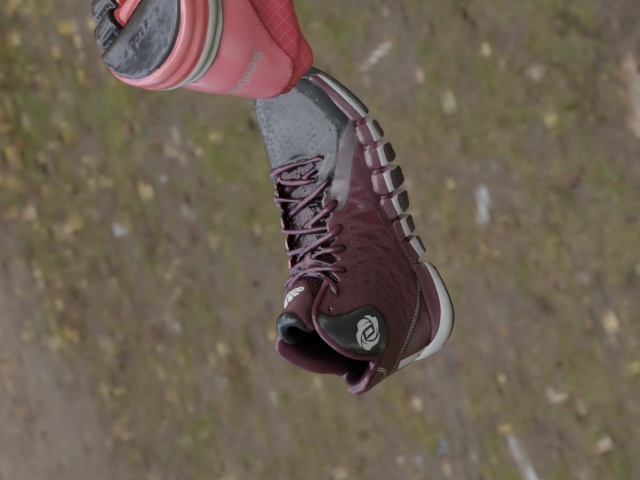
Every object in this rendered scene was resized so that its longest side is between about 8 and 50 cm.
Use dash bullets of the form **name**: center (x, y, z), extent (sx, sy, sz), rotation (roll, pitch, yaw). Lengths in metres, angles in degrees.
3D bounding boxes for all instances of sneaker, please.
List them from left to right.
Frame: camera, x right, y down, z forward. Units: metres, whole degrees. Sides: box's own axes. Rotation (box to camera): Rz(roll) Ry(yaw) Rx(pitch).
- **sneaker**: center (-0.089, -0.201, 1.261), extent (0.116, 0.136, 0.314), rotation (-49, 41, 33)
- **sneaker**: center (0.000, 0.000, 1.561), extent (0.106, 0.162, 0.281), rotation (-21, 102, 44)
